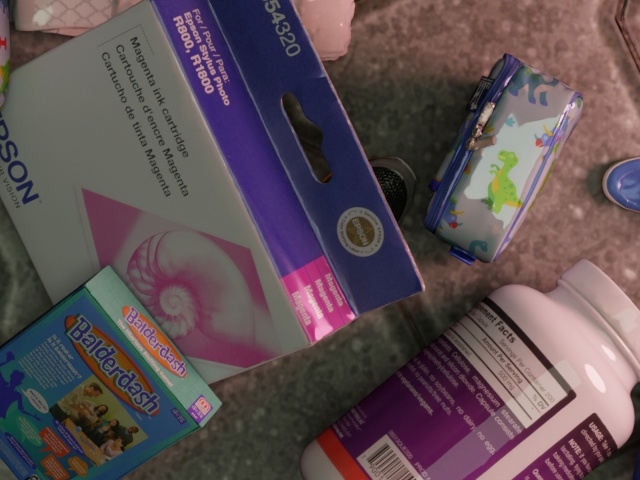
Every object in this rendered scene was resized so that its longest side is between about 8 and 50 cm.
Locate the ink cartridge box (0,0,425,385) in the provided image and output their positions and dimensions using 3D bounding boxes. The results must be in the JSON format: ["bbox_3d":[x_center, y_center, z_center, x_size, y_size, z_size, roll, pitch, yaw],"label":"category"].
[{"bbox_3d":[-0.120,-0.040,1.545,0.330,0.071,0.324,-23,95,32],"label":"ink cartridge box"}]

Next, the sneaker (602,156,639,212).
[{"bbox_3d":[0.343,-0.044,1.659,0.152,0.084,0.058,14,92,-5],"label":"sneaker"}]

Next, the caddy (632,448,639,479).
[{"bbox_3d":[0.452,0.204,1.599,0.341,0.179,0.241,-47,118,1],"label":"caddy"}]

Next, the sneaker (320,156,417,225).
[{"bbox_3d":[0.000,0.000,1.633,0.215,0.083,0.084,-37,94,-3],"label":"sneaker"}]

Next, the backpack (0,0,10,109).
[{"bbox_3d":[-0.379,-0.234,1.491,0.273,0.290,0.355,-24,69,4],"label":"backpack"}]

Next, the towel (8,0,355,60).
[{"bbox_3d":[-0.116,-0.325,1.562,0.317,0.053,0.331,3,117,-5],"label":"towel"}]

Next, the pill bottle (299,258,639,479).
[{"bbox_3d":[0.151,0.165,1.606,0.323,0.181,0.181,-39,96,-2],"label":"pill bottle"}]

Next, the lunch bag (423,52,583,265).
[{"bbox_3d":[0.157,-0.065,1.573,0.090,0.219,0.176,26,94,6],"label":"lunch bag"}]

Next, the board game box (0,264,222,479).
[{"bbox_3d":[-0.212,0.139,1.585,0.210,0.047,0.160,-34,97,33],"label":"board game box"}]
